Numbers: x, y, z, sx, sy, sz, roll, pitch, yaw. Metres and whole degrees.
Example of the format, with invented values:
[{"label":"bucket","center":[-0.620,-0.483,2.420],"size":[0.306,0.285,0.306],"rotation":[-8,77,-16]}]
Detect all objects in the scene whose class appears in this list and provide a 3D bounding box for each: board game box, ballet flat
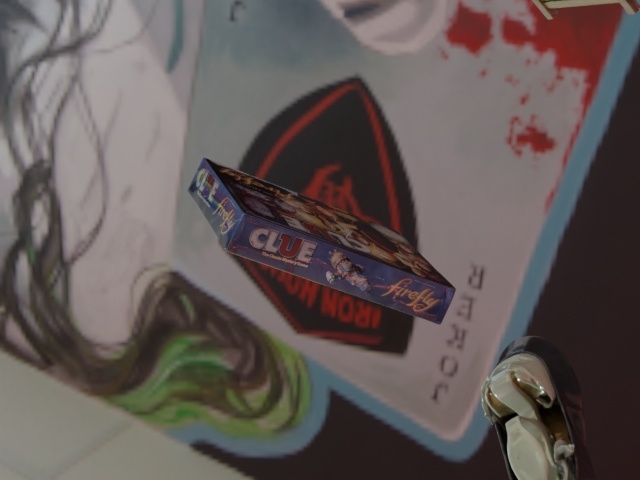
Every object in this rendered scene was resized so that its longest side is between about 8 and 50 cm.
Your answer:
[{"label":"board game box","center":[0.000,0.000,1.326],"size":[0.243,0.042,0.165],"rotation":[20,-166,-26]},{"label":"ballet flat","center":[0.154,0.132,0.947],"size":[0.074,0.074,0.203],"rotation":[0,-137,-6]}]

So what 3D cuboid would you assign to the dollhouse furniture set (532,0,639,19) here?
[{"label":"dollhouse furniture set","center":[0.261,-0.281,1.100],"size":[0.161,0.101,0.182],"rotation":[-55,-151,-15]}]
